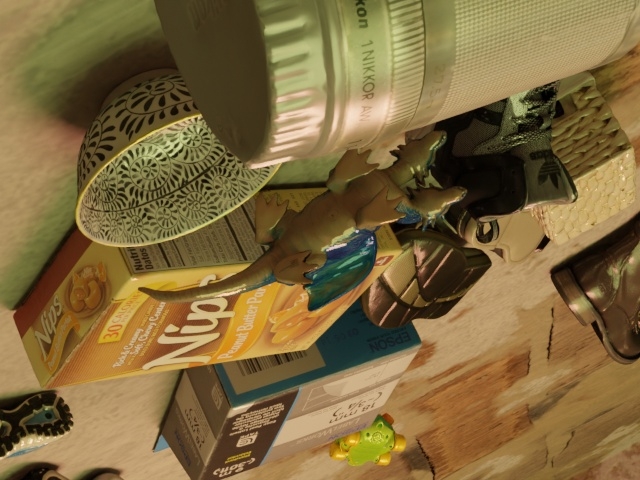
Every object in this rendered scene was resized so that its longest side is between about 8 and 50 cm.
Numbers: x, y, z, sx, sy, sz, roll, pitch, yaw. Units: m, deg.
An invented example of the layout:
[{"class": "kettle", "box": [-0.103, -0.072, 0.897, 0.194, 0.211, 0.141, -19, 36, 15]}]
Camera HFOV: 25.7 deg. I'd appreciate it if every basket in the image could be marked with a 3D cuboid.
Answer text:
[{"class": "basket", "box": [0.247, -0.079, 1.413, 0.113, 0.103, 0.167, -30, 156, 2]}]

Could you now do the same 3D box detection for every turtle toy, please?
[{"class": "turtle toy", "box": [0.059, 0.283, 2.012, 0.095, 0.066, 0.130, 10, 145, -21]}]

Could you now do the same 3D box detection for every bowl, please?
[{"class": "bowl", "box": [-0.116, -0.075, 1.047, 0.170, 0.080, 0.170, -24, 157, -11]}]

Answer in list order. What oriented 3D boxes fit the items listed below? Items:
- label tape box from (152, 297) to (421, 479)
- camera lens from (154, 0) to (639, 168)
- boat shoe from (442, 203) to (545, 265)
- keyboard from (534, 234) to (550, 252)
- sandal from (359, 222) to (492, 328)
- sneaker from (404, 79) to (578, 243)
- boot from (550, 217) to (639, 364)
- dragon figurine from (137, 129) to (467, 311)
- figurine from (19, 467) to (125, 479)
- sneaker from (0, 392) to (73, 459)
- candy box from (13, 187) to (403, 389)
[{"class": "label tape box", "box": [-0.047, 0.189, 1.649, 0.241, 0.106, 0.333, -16, 154, -24]}, {"class": "camera lens", "box": [0.053, -0.180, 0.834, 0.274, 0.219, 0.219, -20, 156, -18]}, {"class": "boat shoe", "box": [0.191, -0.023, 1.538, 0.075, 0.065, 0.206, -59, 153, 10]}, {"class": "keyboard", "box": [0.264, -0.049, 1.605, 0.100, 0.038, 0.192, 7, 147, -16]}, {"class": "sandal", "box": [0.100, 0.028, 1.506, 0.120, 0.086, 0.303, -42, 165, 10]}, {"class": "sneaker", "box": [0.183, -0.111, 1.209, 0.101, 0.153, 0.268, -10, 152, -36]}, {"class": "boot", "box": [0.454, 0.049, 1.894, 0.229, 0.091, 0.263, -35, 140, 13]}, {"class": "dragon figurine", "box": [0.000, 0.000, 1.167, 0.289, 0.085, 0.144, -35, 165, -3]}, {"class": "figurine", "box": [-0.354, 0.357, 1.704, 0.209, 0.092, 0.215, -27, 159, 19]}, {"class": "sneaker", "box": [-0.330, 0.205, 1.423, 0.162, 0.063, 0.073, -5, 152, -42]}, {"class": "candy box", "box": [-0.099, 0.039, 1.294, 0.316, 0.087, 0.183, -6, 148, -42]}]
